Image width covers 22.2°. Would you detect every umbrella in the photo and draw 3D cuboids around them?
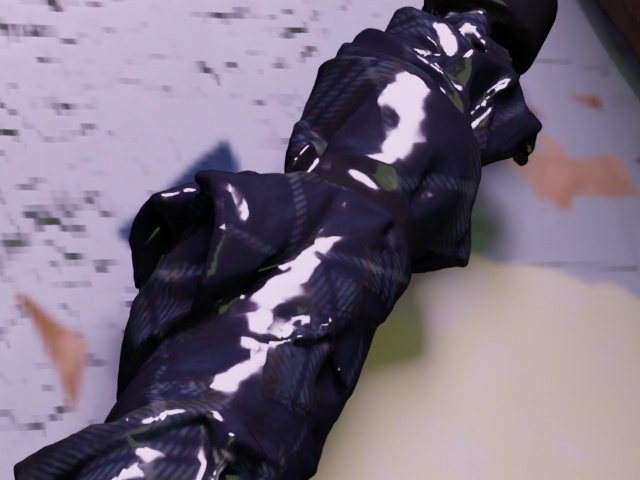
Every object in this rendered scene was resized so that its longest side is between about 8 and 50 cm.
[{"bbox_3d":[-0.002,-0.002,0.423,0.071,0.080,0.224,18,55,24],"label":"umbrella"}]

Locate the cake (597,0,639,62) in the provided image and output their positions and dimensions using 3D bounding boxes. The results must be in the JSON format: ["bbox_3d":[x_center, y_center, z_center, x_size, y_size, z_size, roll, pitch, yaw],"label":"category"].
[{"bbox_3d":[0.236,-0.115,0.462,0.230,0.237,0.309,-25,83,-28],"label":"cake"}]
